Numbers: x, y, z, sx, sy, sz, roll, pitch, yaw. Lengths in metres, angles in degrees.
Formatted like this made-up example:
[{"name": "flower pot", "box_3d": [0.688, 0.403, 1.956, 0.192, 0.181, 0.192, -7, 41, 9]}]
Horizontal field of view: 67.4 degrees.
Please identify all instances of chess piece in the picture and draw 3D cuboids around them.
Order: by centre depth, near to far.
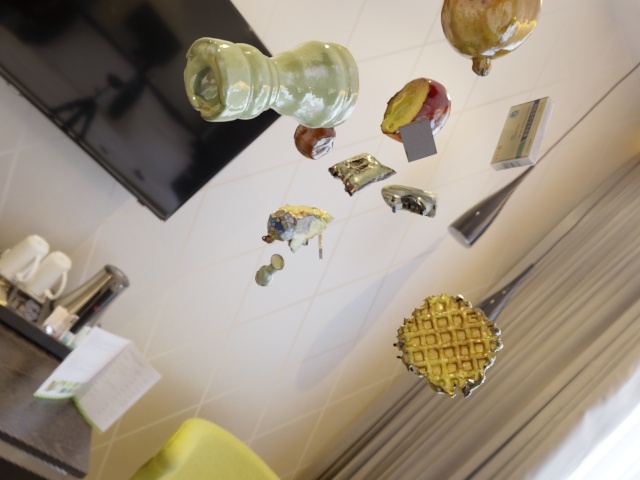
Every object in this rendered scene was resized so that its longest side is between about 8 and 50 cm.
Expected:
[{"name": "chess piece", "box_3d": [-0.118, -0.406, 1.233, 0.442, 0.234, 0.234, -15, 51, -44]}]

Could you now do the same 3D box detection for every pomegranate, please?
[{"name": "pomegranate", "box_3d": [0.656, -0.862, 1.895, 0.410, 0.410, 0.410, 46, -2, 2]}]

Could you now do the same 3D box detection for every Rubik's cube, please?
[{"name": "Rubik's cube", "box_3d": [-0.130, -0.050, 1.623, 0.111, 0.093, 0.111, 31, 43, -35]}]

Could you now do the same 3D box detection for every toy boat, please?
[{"name": "toy boat", "box_3d": [0.398, -0.172, 2.187, 0.269, 0.141, 0.141, 8, -15, 16]}]

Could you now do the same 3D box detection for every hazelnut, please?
[{"name": "hazelnut", "box_3d": [-0.020, -0.358, 1.654, 0.143, 0.154, 0.143, 23, 38, -19]}]

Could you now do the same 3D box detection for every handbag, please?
[{"name": "handbag", "box_3d": [0.178, -0.299, 2.106, 0.213, 0.235, 0.127, 50, -21, 38]}]

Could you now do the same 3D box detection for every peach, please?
[{"name": "peach", "box_3d": [0.421, -0.581, 2.182, 0.281, 0.338, 0.281, 53, -21, 31]}]

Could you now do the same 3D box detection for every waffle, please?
[{"name": "waffle", "box_3d": [0.504, 0.404, 1.907, 0.379, 0.382, 0.095, 39, -15, 19]}]

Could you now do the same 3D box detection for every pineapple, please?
[{"name": "pineapple", "box_3d": [-0.089, -0.051, 1.805, 0.140, 0.249, 0.164, 47, -40, 46]}]

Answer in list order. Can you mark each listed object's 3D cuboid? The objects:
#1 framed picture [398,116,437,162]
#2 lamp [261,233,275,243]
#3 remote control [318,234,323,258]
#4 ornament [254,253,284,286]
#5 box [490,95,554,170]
[{"name": "framed picture", "box_3d": [0.404, -0.415, 1.989, 0.023, 0.128, 0.168, -90, 160, -51]}, {"name": "lamp", "box_3d": [-0.195, -0.010, 1.870, 0.031, 0.063, 0.083, 45, -1, -28]}, {"name": "remote control", "box_3d": [0.000, 0.000, 2.270, 0.245, 0.022, 0.077, -92, 180, -55]}, {"name": "ornament", "box_3d": [-0.200, 0.119, 1.835, 0.081, 0.156, 0.075, 16, 51, -28]}, {"name": "box", "box_3d": [0.917, -0.483, 2.183, 0.065, 0.343, 0.200, 35, -21, -28]}]
